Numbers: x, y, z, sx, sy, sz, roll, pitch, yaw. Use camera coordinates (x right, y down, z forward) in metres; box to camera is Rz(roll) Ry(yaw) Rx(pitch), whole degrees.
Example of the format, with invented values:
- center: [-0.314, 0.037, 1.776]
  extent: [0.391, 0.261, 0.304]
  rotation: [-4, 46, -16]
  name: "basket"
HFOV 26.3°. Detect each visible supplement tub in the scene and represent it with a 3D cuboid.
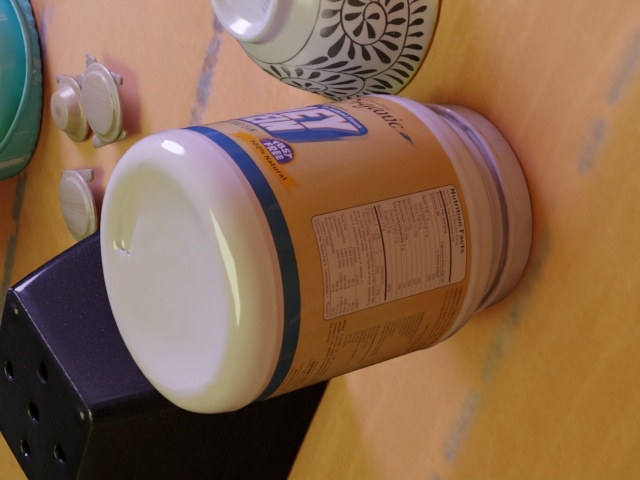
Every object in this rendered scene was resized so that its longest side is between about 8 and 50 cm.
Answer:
- center: [0.000, 0.000, 0.730]
  extent: [0.144, 0.200, 0.144]
  rotation: [22, 118, 48]
  name: "supplement tub"

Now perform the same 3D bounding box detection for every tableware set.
- center: [-0.182, -0.068, 1.112]
  extent: [0.141, 0.020, 0.168]
  rotation: [10, 111, 54]
  name: "tableware set"

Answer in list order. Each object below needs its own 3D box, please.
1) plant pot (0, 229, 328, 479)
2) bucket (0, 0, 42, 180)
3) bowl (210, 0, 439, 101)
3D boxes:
- center: [-0.129, 0.098, 0.968]
  extent: [0.188, 0.167, 0.187]
  rotation: [51, 137, 32]
  name: "plant pot"
- center: [-0.380, -0.156, 1.212]
  extent: [0.281, 0.183, 0.281]
  rotation: [23, 120, 48]
  name: "bucket"
- center: [-0.015, -0.157, 0.803]
  extent: [0.170, 0.080, 0.170]
  rotation: [23, 120, 49]
  name: "bowl"
